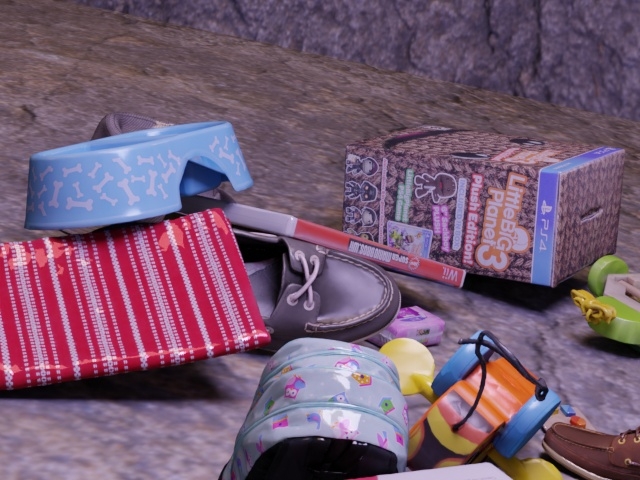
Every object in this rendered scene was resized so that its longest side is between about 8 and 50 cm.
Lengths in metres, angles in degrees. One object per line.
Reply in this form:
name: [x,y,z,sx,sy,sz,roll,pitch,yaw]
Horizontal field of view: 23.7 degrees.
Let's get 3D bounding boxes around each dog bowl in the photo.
dog bowl: [-0.189,-0.072,1.588,0.165,0.074,0.297,-3,9,28]

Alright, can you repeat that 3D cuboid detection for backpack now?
backpack: [-0.004,0.158,1.128,0.151,0.182,0.115,4,54,-11]

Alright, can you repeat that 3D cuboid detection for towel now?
towel: [-0.200,0.052,1.422,0.274,0.031,0.199,-8,40,-11]

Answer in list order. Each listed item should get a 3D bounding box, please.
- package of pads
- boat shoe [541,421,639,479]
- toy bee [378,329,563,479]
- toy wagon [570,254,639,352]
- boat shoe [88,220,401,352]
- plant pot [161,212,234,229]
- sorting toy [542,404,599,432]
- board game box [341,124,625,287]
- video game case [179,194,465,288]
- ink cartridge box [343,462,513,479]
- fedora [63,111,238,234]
package of pads: [0.089,0.096,1.654,0.083,0.032,0.050,-7,26,-46]
boat shoe: [0.294,0.198,1.407,0.178,0.060,0.064,18,18,21]
toy bee: [0.112,0.155,1.312,0.195,0.162,0.298,44,2,35]
toy wagon: [0.436,0.094,1.823,0.344,0.068,0.267,-1,21,-32]
boat shoe: [-0.085,0.044,1.539,0.335,0.112,0.095,6,-20,3]
plant pot: [-0.147,0.030,1.646,0.081,0.082,0.083,15,30,11]
sorting toy: [0.246,0.181,1.512,0.062,0.012,0.083,7,17,-16]
board game box: [0.207,-0.051,1.940,0.291,0.141,0.232,9,14,28]
video game case: [0.000,0.000,1.728,0.285,0.025,0.204,16,-3,-43]
ink cartridge box: [0.098,0.269,0.943,0.226,0.131,0.306,1,21,-32]
fedora: [-0.212,-0.087,1.889,0.243,0.124,0.275,14,17,11]
